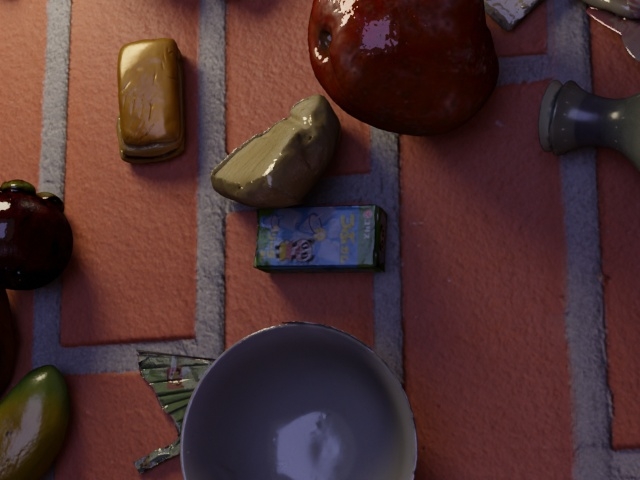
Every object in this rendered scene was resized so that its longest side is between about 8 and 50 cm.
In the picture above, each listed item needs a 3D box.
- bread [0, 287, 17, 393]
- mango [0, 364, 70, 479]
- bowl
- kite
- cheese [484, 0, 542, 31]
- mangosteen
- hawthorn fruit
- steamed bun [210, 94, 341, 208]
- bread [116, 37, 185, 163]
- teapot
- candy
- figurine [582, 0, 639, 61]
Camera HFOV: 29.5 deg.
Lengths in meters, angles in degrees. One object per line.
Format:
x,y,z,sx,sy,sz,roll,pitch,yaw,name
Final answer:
-0.657,0.178,1.977,0.328,0.114,0.295,-16,74,12,bread
-0.472,0.313,1.904,0.237,0.091,0.137,-46,75,3,mango
-0.014,0.296,1.726,0.346,0.157,0.345,-4,76,16,bowl
-0.177,0.275,1.860,0.268,0.013,0.323,-38,68,5,kite
0.401,-0.478,1.832,0.400,0.034,0.085,-43,69,5,cheese
-0.487,-0.017,1.943,0.200,0.200,0.199,-4,77,17,mangosteen
0.118,-0.288,1.770,0.284,0.284,0.284,-4,77,17,hawthorn fruit
-0.042,-0.120,1.842,0.212,0.231,0.110,-44,112,-12,steamed bun
-0.280,-0.227,1.974,0.116,0.077,0.200,-5,77,8,bread
0.436,-0.158,1.687,0.251,0.183,0.183,11,81,30,teapot
0.000,0.000,1.838,0.195,0.062,0.097,-1,77,18,candy
0.482,-0.363,1.737,0.260,0.103,0.205,23,111,25,figurine
